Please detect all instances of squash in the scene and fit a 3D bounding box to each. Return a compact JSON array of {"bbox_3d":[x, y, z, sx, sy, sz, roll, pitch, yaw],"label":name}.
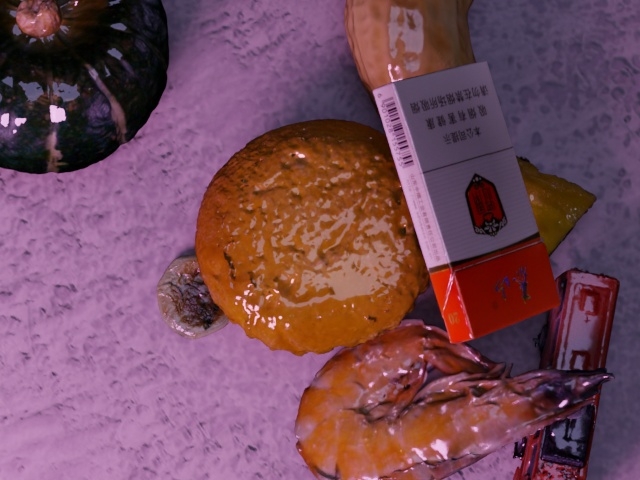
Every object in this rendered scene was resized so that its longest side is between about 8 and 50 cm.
[{"bbox_3d":[-0.267,-0.187,1.686,0.252,0.165,0.252,1,77,-5],"label":"squash"}]

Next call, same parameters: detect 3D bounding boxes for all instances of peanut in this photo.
[{"bbox_3d":[0.095,-0.232,1.735,0.147,0.147,0.306,1,78,-3],"label":"peanut"}]

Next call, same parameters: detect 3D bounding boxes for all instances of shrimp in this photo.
[{"bbox_3d":[0.119,0.142,1.651,0.316,0.062,0.164,-16,67,19],"label":"shrimp"}]

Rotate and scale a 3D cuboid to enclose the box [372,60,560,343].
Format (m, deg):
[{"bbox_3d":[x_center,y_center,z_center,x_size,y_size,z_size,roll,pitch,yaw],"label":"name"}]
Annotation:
[{"bbox_3d":[0.138,-0.038,1.630,0.139,0.035,0.245,-16,88,-43],"label":"box"}]

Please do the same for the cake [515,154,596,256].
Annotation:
[{"bbox_3d":[0.201,0.016,1.733,0.116,0.080,0.185,12,68,-15],"label":"cake"}]

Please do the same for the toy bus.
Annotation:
[{"bbox_3d":[0.236,0.146,1.686,0.073,0.096,0.235,12,76,1],"label":"toy bus"}]

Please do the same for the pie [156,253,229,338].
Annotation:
[{"bbox_3d":[-0.122,0.053,1.722,0.085,0.017,0.085,1,78,-4],"label":"pie"}]

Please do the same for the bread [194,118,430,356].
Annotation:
[{"bbox_3d":[-0.002,-0.001,1.676,0.240,0.139,0.240,0,74,0],"label":"bread"}]
